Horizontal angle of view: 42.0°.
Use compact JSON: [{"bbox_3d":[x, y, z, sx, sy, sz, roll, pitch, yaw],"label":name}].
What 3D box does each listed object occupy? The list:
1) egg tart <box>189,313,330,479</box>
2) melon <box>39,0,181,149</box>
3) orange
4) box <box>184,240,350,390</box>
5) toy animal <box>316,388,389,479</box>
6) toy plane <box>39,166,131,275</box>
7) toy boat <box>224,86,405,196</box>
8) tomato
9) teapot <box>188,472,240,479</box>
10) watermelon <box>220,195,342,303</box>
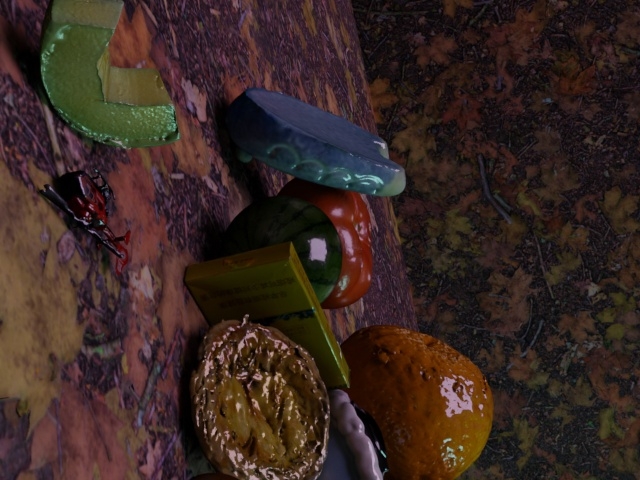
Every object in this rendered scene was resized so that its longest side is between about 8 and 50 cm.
[{"bbox_3d":[-0.088,0.226,1.098,0.232,0.098,0.252,1,63,-46],"label":"egg tart"},{"bbox_3d":[-0.230,-0.177,0.888,0.209,0.118,0.064,80,-8,-57],"label":"melon"},{"bbox_3d":[0.156,0.327,1.610,0.340,0.341,0.293,-11,124,-77],"label":"orange"},{"bbox_3d":[-0.068,0.126,1.191,0.041,0.153,0.279,-89,161,-48],"label":"box"},{"bbox_3d":[-0.004,0.323,1.207,0.156,0.204,0.208,58,-1,-2],"label":"toy animal"},{"bbox_3d":[-0.237,-0.025,0.875,0.145,0.037,0.060,63,23,-43],"label":"toy plane"},{"bbox_3d":[-0.017,-0.154,1.471,0.123,0.330,0.215,-62,-155,23],"label":"toy boat"},{"bbox_3d":[0.000,0.002,1.550,0.260,0.180,0.259,-15,90,-76],"label":"tomato"},{"bbox_3d":[-0.089,0.362,0.925,0.178,0.135,0.252,-74,148,-57],"label":"teapot"},{"bbox_3d":[-0.055,0.024,1.268,0.215,0.188,0.188,-11,88,-70],"label":"watermelon"}]
